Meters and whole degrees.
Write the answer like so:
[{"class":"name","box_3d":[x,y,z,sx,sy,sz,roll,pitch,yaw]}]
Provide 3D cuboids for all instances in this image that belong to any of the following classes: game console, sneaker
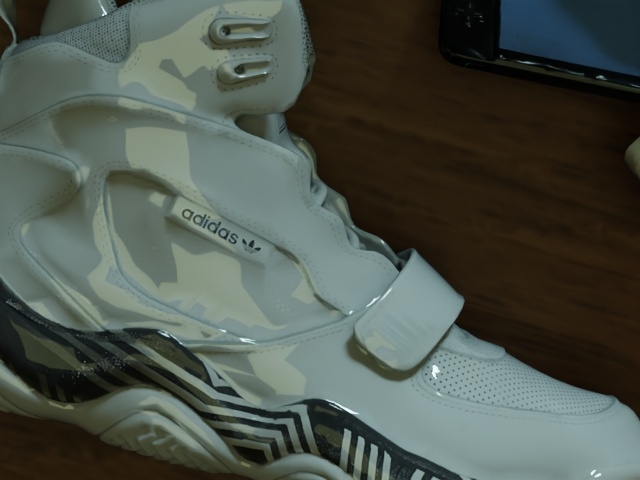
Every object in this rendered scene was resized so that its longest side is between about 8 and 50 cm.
[{"class":"game console","box_3d":[0.122,-0.129,0.881,0.122,0.071,0.107,11,51,-5]},{"class":"sneaker","box_3d":[0.000,0.000,0.854,0.366,0.137,0.210,16,98,-2]}]

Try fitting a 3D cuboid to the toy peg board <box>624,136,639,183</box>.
[{"class":"toy peg board","box_3d":[0.253,-0.024,0.874,0.161,0.079,0.160,-41,119,1]}]
